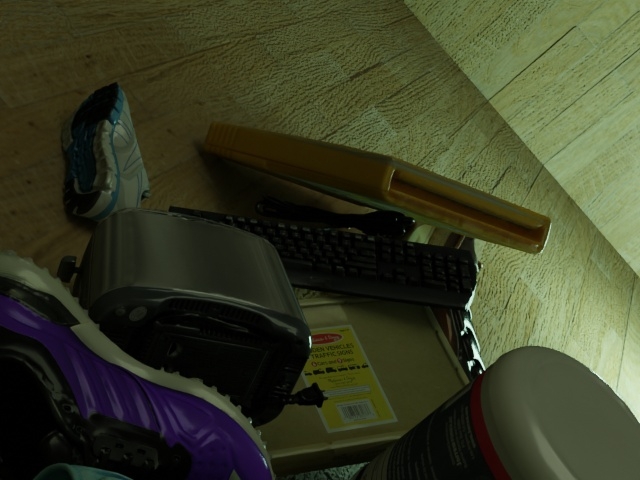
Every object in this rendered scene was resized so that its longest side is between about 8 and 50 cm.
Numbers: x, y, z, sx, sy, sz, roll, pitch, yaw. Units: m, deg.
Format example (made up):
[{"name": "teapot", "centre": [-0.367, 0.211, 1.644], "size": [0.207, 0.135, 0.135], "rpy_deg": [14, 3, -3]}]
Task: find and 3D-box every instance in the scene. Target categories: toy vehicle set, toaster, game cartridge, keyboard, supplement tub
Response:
[{"name": "toy vehicle set", "centre": [0.010, 0.129, 1.220], "size": [0.267, 0.035, 0.166], "rpy_deg": [-3, 51, -29]}, {"name": "toaster", "centre": [-0.105, 0.062, 1.096], "size": [0.227, 0.129, 0.146], "rpy_deg": [11, 33, -22]}, {"name": "game cartridge", "centre": [0.058, -0.062, 1.520], "size": [0.285, 0.052, 0.324], "rpy_deg": [17, -2, -43]}, {"name": "keyboard", "centre": [0.000, 0.000, 1.347], "size": [0.317, 0.033, 0.201], "rpy_deg": [9, 23, -4]}, {"name": "supplement tub", "centre": [0.133, 0.232, 1.096], "size": [0.191, 0.272, 0.191], "rpy_deg": [31, 34, -24]}]

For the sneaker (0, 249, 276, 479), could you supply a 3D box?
[{"name": "sneaker", "centre": [-0.163, 0.145, 0.950], "size": [0.293, 0.102, 0.146], "rpy_deg": [38, 30, -19]}]

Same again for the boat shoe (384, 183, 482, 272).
[{"name": "boat shoe", "centre": [0.147, 0.023, 1.745], "size": [0.123, 0.123, 0.342], "rpy_deg": [57, 24, -3]}]

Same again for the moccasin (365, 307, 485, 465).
[{"name": "moccasin", "centre": [0.112, 0.209, 1.324], "size": [0.139, 0.147, 0.380], "rpy_deg": [44, 28, -63]}]

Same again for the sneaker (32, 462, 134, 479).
[{"name": "sneaker", "centre": [-0.114, 0.204, 0.862], "size": [0.366, 0.135, 0.150], "rpy_deg": [-2, 64, -64]}]

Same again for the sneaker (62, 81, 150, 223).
[{"name": "sneaker", "centre": [-0.203, -0.075, 1.286], "size": [0.083, 0.071, 0.190], "rpy_deg": [41, 30, -37]}]
